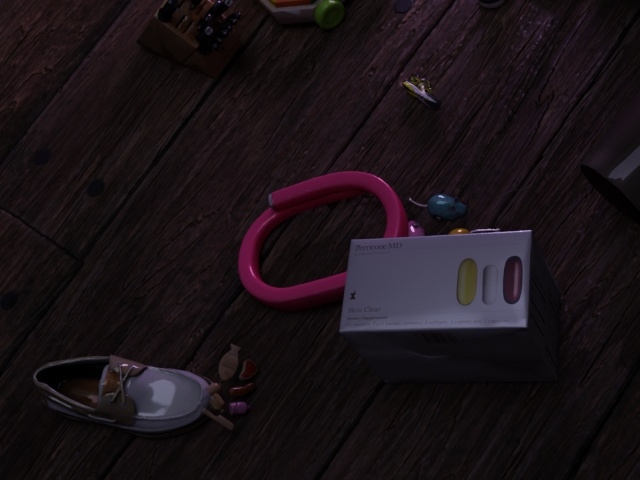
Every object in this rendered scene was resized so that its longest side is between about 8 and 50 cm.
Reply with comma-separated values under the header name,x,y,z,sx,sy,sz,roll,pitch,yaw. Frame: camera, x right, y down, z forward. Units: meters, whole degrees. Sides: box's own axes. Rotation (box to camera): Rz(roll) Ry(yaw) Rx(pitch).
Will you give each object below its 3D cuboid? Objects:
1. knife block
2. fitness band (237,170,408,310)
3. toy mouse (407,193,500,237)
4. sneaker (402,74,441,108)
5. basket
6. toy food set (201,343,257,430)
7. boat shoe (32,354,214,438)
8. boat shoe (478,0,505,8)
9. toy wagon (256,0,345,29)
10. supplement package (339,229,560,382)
name,x,y,z,sx,sy,sz,roll,pitch,yaw
knife block,-0.253,-0.401,2.113,0.275,0.242,0.088,26,75,32
fitness band,0.000,0.000,1.892,0.291,0.054,0.209,-17,57,21
toy mouse,0.172,-0.027,1.861,0.161,0.031,0.143,-35,56,2
sneaker,0.172,-0.249,1.980,0.035,0.031,0.083,-46,56,-6
basket,0.496,-0.147,1.722,0.227,0.154,0.204,-45,32,1
toy food set,-0.135,0.228,1.840,0.078,0.019,0.122,34,60,-11
boat shoe,-0.311,0.241,1.875,0.302,0.103,0.113,-3,63,21
boat shoe,0.306,-0.495,2.036,0.075,0.065,0.206,6,66,26
toy wagon,0.023,-0.541,2.178,0.344,0.068,0.267,-40,56,-2
supplement package,0.187,0.098,1.683,0.262,0.204,0.145,-4,62,21
